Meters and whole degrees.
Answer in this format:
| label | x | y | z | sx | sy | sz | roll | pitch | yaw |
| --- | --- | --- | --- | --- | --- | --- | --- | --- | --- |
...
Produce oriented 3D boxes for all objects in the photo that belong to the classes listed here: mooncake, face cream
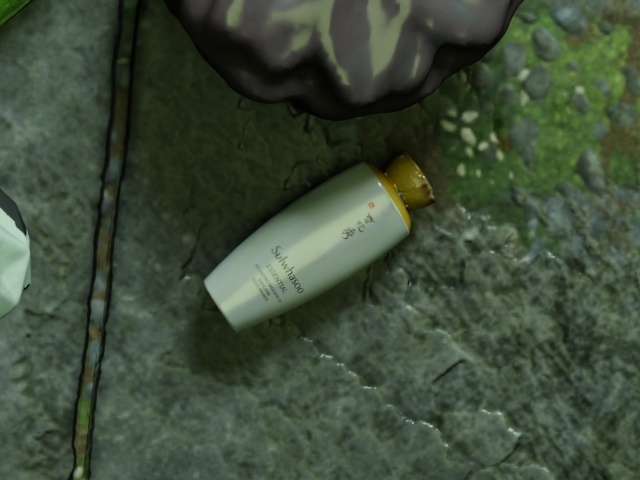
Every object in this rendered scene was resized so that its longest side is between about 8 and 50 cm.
| label | x | y | z | sx | sy | sz | roll | pitch | yaw |
| --- | --- | --- | --- | --- | --- | --- | --- | --- | --- |
| mooncake | 0.017 | -0.222 | 1.087 | 0.283 | 0.141 | 0.283 | -3 | 103 | -14 |
| face cream | 0.000 | 0.000 | 1.186 | 0.182 | 0.051 | 0.072 | -33 | 105 | -4 |

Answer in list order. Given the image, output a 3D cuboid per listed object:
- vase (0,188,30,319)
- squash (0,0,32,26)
| label | x | y | z | sx | sy | sz | roll | pitch | yaw |
| --- | --- | --- | --- | --- | --- | --- | --- | --- | --- |
| vase | -0.343 | -0.078 | 1.040 | 0.165 | 0.165 | 0.360 | -36 | 105 | -2 |
| squash | -0.209 | -0.195 | 1.075 | 0.219 | 0.077 | 0.068 | -40 | 150 | 1 |
